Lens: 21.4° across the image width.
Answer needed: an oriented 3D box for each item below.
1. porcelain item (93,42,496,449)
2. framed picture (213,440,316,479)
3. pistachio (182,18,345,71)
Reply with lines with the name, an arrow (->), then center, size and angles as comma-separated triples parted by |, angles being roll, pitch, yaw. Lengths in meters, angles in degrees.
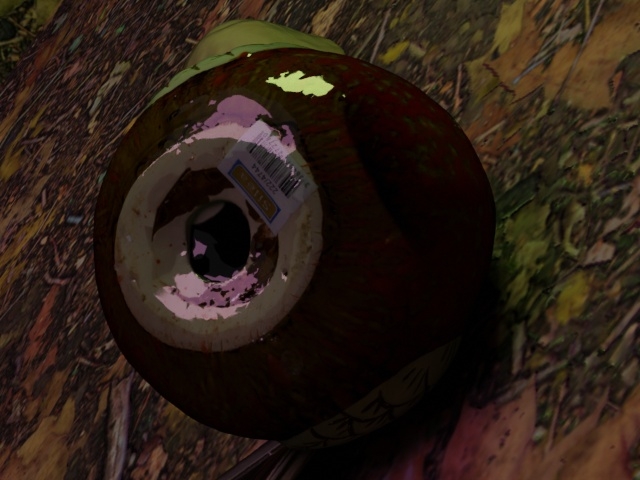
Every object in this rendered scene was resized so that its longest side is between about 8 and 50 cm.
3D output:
porcelain item -> -0.001, 0.002, 1.020 | 0.253, 0.253, 0.253 | -44, 23, 25
framed picture -> -0.091, 0.196, 1.016 | 0.197, 0.014, 0.252 | -40, 5, 35
pistachio -> -0.052, -0.120, 1.387 | 0.152, 0.126, 0.223 | -21, 15, -7
